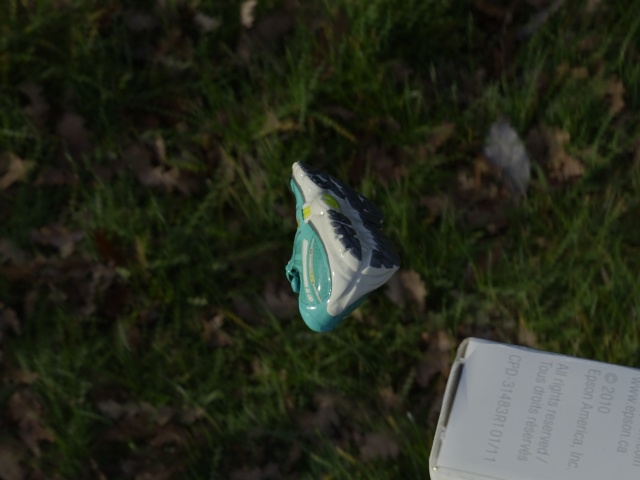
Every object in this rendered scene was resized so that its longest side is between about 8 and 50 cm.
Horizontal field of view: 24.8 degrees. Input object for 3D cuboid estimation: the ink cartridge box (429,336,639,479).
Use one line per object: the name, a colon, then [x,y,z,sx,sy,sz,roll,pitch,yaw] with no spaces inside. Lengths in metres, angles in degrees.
ink cartridge box: [0.204,0.156,0.553,0.307,0.304,0.072,9,59,14]

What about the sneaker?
sneaker: [0.000,0.000,1.493,0.107,0.275,0.110,30,107,-16]
